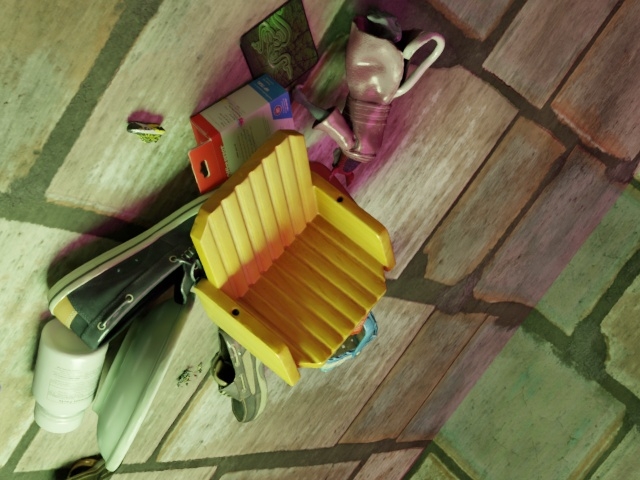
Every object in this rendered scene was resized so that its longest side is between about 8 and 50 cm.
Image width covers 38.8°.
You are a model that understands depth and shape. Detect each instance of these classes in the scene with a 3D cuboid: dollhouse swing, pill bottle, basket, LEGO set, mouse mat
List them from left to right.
[{"bbox_3d":[-0.512,0.274,1.836,0.131,0.131,0.229,-13,135,-43],"label":"pill bottle"},{"bbox_3d":[-0.327,0.332,2.235,0.083,0.023,0.054,-25,146,-54],"label":"LEGO set"},{"bbox_3d":[-0.077,-0.369,1.769,0.153,0.007,0.189,-40,147,-12],"label":"mouse mat"},{"bbox_3d":[-0.038,0.023,1.725,0.347,0.315,0.305,-47,168,-23],"label":"dollhouse swing"},{"bbox_3d":[0.028,0.190,2.279,0.201,0.254,0.289,-26,154,-27],"label":"basket"}]

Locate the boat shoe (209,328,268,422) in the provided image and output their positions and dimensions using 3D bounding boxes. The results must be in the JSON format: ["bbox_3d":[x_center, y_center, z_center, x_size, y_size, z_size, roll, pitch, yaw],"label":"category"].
[{"bbox_3d":[-0.214,0.323,2.278,0.130,0.132,0.355,-16,129,-26],"label":"boat shoe"}]

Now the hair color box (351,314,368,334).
[{"bbox_3d":[0.077,0.130,1.979,0.043,0.072,0.141,-8,130,-46],"label":"hair color box"}]

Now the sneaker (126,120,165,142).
[{"bbox_3d":[-0.318,-0.193,1.647,0.083,0.031,0.035,0,126,-50],"label":"sneaker"}]

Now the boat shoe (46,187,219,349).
[{"bbox_3d":[-0.284,0.044,1.789,0.500,0.156,0.187,-32,169,-20],"label":"boat shoe"}]

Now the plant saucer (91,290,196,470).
[{"bbox_3d":[-0.385,0.273,1.886,0.400,0.101,0.400,-63,-171,18],"label":"plant saucer"}]

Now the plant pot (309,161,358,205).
[{"bbox_3d":[0.000,0.000,2.045,0.275,0.243,0.275,-30,144,-25],"label":"plant pot"}]

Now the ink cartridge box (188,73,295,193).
[{"bbox_3d":[-0.167,-0.206,1.767,0.231,0.078,0.134,-33,146,-18],"label":"ink cartridge box"}]

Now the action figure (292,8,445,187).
[{"bbox_3d":[0.110,-0.278,1.866,0.248,0.276,0.370,-13,121,-52],"label":"action figure"}]

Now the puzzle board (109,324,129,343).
[{"bbox_3d":[-0.455,0.181,1.916,0.128,0.011,0.096,-1,125,-51],"label":"puzzle board"}]

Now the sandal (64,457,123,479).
[{"bbox_3d":[-0.556,0.549,2.167,0.219,0.060,0.090,-27,152,-54],"label":"sandal"}]
